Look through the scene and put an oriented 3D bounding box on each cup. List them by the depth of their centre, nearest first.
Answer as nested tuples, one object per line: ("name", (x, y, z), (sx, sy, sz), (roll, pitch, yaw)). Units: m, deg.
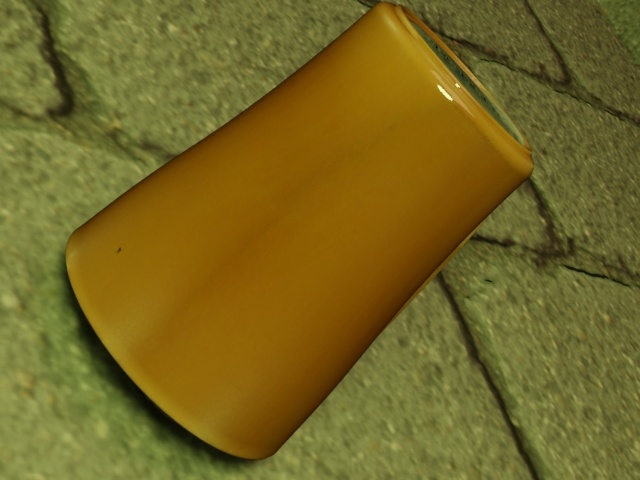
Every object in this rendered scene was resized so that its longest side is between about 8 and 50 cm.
("cup", (0.000, 0.000, 0.789), (0.226, 0.264, 0.182), (28, 24, -54))
